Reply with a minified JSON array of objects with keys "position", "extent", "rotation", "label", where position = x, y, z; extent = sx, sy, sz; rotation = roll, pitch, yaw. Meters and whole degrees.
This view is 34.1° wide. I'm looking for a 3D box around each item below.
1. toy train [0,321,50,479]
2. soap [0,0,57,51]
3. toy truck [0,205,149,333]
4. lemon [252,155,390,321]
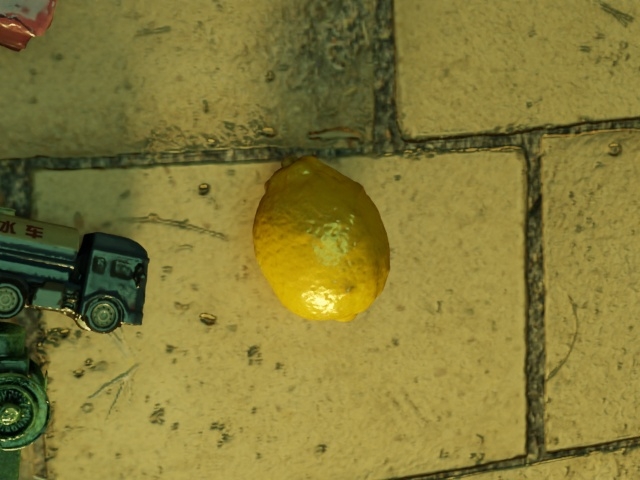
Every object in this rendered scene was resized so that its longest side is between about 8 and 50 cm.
[{"position":[-0.297,0.187,0.809],"extent":[0.157,0.105,0.253],"rotation":[4,99,-18],"label":"toy train"},{"position":[-0.346,-0.299,0.730],"extent":[0.359,0.128,0.233],"rotation":[15,89,-23],"label":"soap"},{"position":[-0.241,0.021,0.836],"extent":[0.201,0.074,0.088],"rotation":[12,82,-21],"label":"toy truck"},{"position":[0.000,0.000,0.901],"extent":[0.114,0.114,0.155],"rotation":[-24,106,-18],"label":"lemon"}]
